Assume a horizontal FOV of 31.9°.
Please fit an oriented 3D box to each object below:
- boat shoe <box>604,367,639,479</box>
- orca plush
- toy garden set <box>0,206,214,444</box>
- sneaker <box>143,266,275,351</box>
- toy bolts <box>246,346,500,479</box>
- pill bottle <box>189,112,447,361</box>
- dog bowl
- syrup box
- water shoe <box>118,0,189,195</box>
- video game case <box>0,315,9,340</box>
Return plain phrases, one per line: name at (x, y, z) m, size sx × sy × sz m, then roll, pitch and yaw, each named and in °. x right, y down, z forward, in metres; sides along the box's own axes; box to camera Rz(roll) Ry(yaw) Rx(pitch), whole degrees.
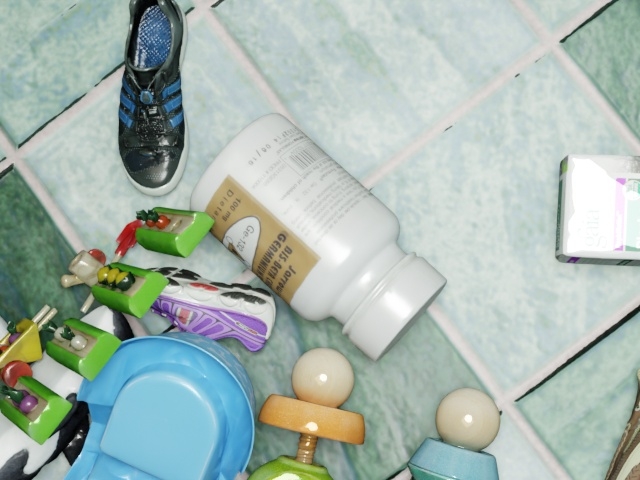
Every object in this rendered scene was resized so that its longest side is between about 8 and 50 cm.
boat shoe at (0.327, 0.154, 1.017) m, size 0.095 × 0.095 × 0.257 m, roll 24°, pitch 106°, yaw -27°
orca plush at (-0.261, 0.202, 1.079) m, size 0.102 × 0.151 × 0.287 m, roll 44°, pitch 64°, yaw -28°
toy garden set at (-0.228, 0.057, 1.047) m, size 0.049 × 0.204 × 0.244 m, roll 43°, pitch 74°, yaw -24°
sneaker at (-0.129, 0.071, 1.095) m, size 0.169 × 0.068 × 0.071 m, roll 14°, pitch 104°, yaw 14°
toy bolts at (0.060, 0.191, 0.997) m, size 0.228 × 0.218 × 0.159 m, roll 16°, pitch 84°, yaw -7°
pill bottle at (0.000, 0.000, 1.047) m, size 0.229 × 0.131 × 0.131 m, roll 42°, pitch 92°, yaw 9°
dog bowl at (-0.157, 0.217, 1.043) m, size 0.166 × 0.074 × 0.297 m, roll 23°, pitch 105°, yaw 5°
syrup box at (0.336, -0.023, 1.020) m, size 0.236 × 0.096 × 0.093 m, roll 3°, pitch 86°, yaw 7°
water shoe at (-0.174, -0.147, 1.110) m, size 0.073 × 0.080 × 0.203 m, roll -1°, pitch 85°, yaw 8°
video game case at (-0.456, 0.108, 1.156) m, size 0.227 × 0.026 × 0.206 m, roll -45°, pitch 81°, yaw 3°
